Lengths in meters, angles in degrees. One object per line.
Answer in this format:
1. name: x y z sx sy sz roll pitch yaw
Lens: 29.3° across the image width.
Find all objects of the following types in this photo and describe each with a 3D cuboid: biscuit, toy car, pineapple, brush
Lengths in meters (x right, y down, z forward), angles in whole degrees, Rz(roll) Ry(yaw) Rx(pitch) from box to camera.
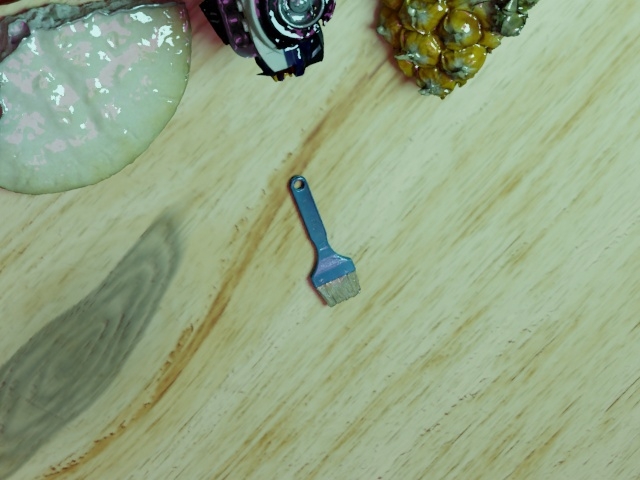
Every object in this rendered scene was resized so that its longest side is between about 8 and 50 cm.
1. biscuit: -0.236 -0.147 1.188 0.265 0.040 0.188 -44 120 6
2. toy car: -0.068 -0.285 1.089 0.118 0.193 0.301 -18 119 -8
3. pineapple: 0.140 -0.256 1.187 0.139 0.164 0.250 25 108 -17
4. brush: 0.000 0.000 1.340 0.051 0.014 0.164 -24 118 -7

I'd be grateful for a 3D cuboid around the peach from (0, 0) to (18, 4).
1. peach: -0.298 -0.353 0.946 0.281 0.281 0.338 -37 123 2
